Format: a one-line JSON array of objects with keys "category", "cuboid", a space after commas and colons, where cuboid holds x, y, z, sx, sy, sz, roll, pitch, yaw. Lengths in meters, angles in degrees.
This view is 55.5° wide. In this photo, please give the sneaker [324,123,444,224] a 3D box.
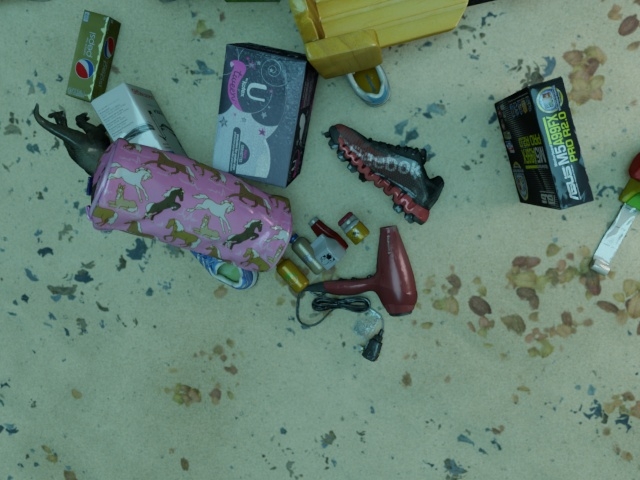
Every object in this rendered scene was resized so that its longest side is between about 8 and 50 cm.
[{"category": "sneaker", "cuboid": [0.139, -0.160, 1.240, 0.276, 0.097, 0.135, 40, 99, -2]}]

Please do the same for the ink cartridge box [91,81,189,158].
[{"category": "ink cartridge box", "cuboid": [-0.359, -0.211, 1.253, 0.086, 0.148, 0.203, -29, 94, 7]}]

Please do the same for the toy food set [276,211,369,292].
[{"category": "toy food set", "cuboid": [0.000, 0.000, 1.256, 0.104, 0.111, 0.232, 47, 130, -1]}]

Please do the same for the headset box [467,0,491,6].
[{"category": "headset box", "cuboid": [0.377, -0.603, 1.148, 0.247, 0.131, 0.282, -10, 96, 7]}]

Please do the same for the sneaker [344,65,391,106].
[{"category": "sneaker", "cuboid": [0.066, -0.376, 1.223, 0.087, 0.092, 0.228, -37, 91, 10]}]

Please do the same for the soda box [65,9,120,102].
[{"category": "soda box", "cuboid": [-0.480, -0.385, 1.287, 0.058, 0.061, 0.181, 17, 98, 3]}]

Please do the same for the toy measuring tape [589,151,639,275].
[{"category": "toy measuring tape", "cuboid": [0.642, -0.075, 1.196, 0.121, 0.121, 0.330, 27, 99, 2]}]

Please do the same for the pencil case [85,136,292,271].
[{"category": "pencil case", "cuboid": [-0.238, -0.056, 1.156, 0.386, 0.160, 0.167, 18, 142, -28]}]

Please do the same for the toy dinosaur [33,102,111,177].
[{"category": "toy dinosaur", "cuboid": [-0.465, -0.181, 1.241, 0.121, 0.313, 0.160, -35, 68, -17]}]

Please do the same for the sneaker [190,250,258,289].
[{"category": "sneaker", "cuboid": [-0.224, 0.027, 1.303, 0.211, 0.081, 0.080, 37, 100, 1]}]

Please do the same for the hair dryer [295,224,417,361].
[{"category": "hair dryer", "cuboid": [0.093, 0.099, 1.284, 0.224, 0.080, 0.293, 31, 98, 2]}]

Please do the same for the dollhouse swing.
[{"category": "dollhouse swing", "cuboid": [0.092, -0.496, 1.034, 0.305, 0.315, 0.346, -14, 95, 9]}]

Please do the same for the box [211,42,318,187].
[{"category": "box", "cuboid": [-0.109, -0.250, 1.202, 0.164, 0.142, 0.247, 14, 110, 6]}]

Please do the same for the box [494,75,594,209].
[{"category": "box", "cuboid": [0.404, -0.173, 1.127, 0.060, 0.270, 0.216, -16, 96, 6]}]

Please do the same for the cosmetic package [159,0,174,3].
[{"category": "cosmetic package", "cuboid": [-0.312, -0.644, 1.197, 0.129, 0.153, 0.296, -12, 94, 8]}]
